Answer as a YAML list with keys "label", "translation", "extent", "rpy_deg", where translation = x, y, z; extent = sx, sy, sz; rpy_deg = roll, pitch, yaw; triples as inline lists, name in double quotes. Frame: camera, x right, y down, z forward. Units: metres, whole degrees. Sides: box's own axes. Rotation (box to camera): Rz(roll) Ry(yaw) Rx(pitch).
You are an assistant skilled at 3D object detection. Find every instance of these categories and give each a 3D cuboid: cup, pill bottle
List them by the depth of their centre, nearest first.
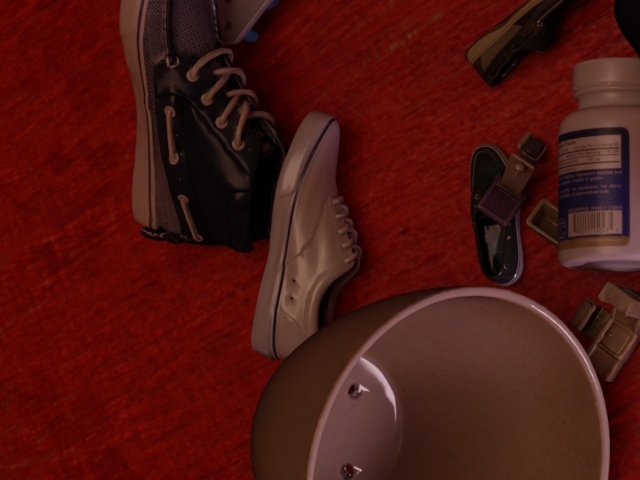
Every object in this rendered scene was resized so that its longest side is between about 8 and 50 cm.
- label: "pill bottle"
  translation: [0.274, -0.069, 1.716]
  extent: [0.112, 0.112, 0.187]
  rpy_deg: [-2, 82, 30]
- label: "cup"
  translation: [0.065, 0.196, 1.728]
  extent: [0.237, 0.331, 0.331]
  rpy_deg: [7, 89, 57]

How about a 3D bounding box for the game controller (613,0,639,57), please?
- label: "game controller"
  translation: [0.415, -0.254, 1.647]
  extent: [0.319, 0.067, 0.166]
  rpy_deg: [-36, 52, 9]

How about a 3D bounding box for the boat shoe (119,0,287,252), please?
- label: "boat shoe"
  translation: [-0.106, -0.148, 1.901]
  extent: [0.158, 0.127, 0.341]
  rpy_deg: [16, 119, 33]

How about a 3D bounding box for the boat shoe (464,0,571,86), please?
- label: "boat shoe"
  translation: [0.205, -0.203, 1.800]
  extent: [0.152, 0.056, 0.049]
  rpy_deg: [-38, 83, 41]

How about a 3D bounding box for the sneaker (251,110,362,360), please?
- label: "sneaker"
  translation: [0.000, 0.000, 1.894]
  extent: [0.091, 0.094, 0.258]
  rpy_deg: [12, 98, 15]

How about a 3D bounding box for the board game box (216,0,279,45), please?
- label: "board game box"
  translation: [-0.086, -0.469, 1.996]
  extent: [0.390, 0.050, 0.390]
  rpy_deg: [-50, 64, 17]

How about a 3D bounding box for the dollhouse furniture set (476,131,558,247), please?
- label: "dollhouse furniture set"
  translation: [0.223, -0.048, 1.762]
  extent: [0.114, 0.081, 0.091]
  rpy_deg: [35, 69, 8]

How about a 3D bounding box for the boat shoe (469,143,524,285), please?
- label: "boat shoe"
  translation: [0.169, -0.027, 1.815]
  extent: [0.049, 0.040, 0.142]
  rpy_deg: [-14, 79, 29]

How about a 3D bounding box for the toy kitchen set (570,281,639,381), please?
- label: "toy kitchen set"
  translation: [0.257, 0.076, 1.735]
  extent: [0.068, 0.075, 0.083]
  rpy_deg: [37, 100, 28]
